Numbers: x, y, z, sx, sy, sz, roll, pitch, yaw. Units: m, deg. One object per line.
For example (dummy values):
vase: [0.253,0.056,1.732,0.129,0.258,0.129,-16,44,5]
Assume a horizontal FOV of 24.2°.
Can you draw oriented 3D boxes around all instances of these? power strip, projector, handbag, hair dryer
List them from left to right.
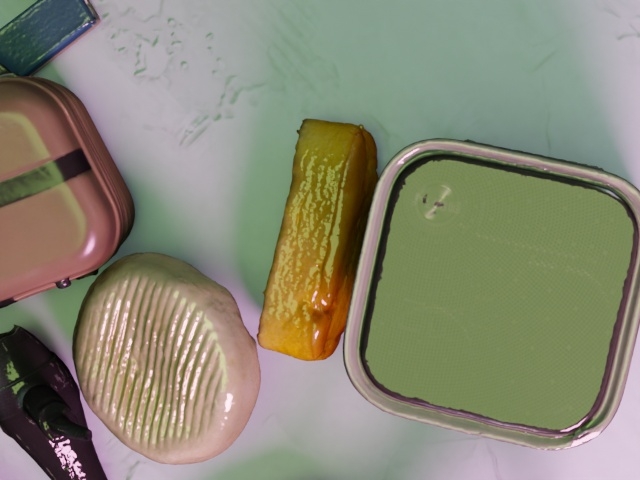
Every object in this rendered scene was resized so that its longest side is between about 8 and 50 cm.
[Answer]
handbag: [-0.370,-0.064,1.530,0.302,0.149,0.283,-19,96,13]
power strip: [-0.292,-0.219,1.571,0.123,0.032,0.056,-35,87,11]
hair dryer: [-0.260,0.201,1.490,0.091,0.272,0.235,-29,98,-13]
projector: [0.172,0.040,1.398,0.248,0.249,0.248,12,95,9]

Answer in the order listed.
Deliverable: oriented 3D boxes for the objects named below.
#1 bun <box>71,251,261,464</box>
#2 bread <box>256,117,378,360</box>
bun: [-0.148,0.117,1.527,0.222,0.127,0.222,2,95,26]
bread: [0.000,0.000,1.501,0.094,0.102,0.245,13,95,11]
